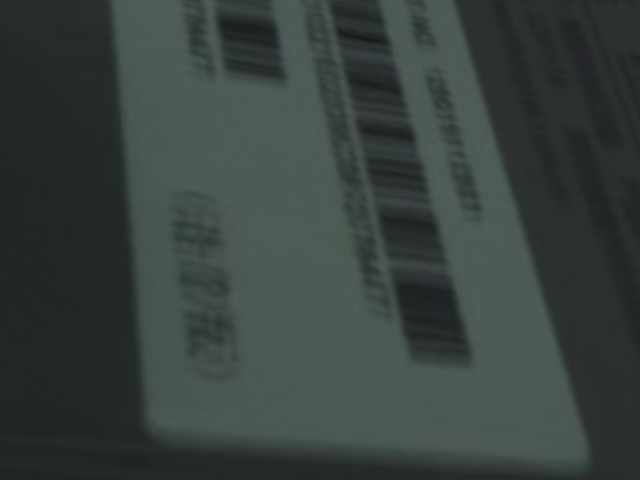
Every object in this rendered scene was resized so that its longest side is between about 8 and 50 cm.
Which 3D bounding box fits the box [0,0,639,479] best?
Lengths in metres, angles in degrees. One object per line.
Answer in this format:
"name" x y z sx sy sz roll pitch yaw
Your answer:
"box" 0.000 -0.001 0.483 0.396 0.396 0.111 5 136 -18
